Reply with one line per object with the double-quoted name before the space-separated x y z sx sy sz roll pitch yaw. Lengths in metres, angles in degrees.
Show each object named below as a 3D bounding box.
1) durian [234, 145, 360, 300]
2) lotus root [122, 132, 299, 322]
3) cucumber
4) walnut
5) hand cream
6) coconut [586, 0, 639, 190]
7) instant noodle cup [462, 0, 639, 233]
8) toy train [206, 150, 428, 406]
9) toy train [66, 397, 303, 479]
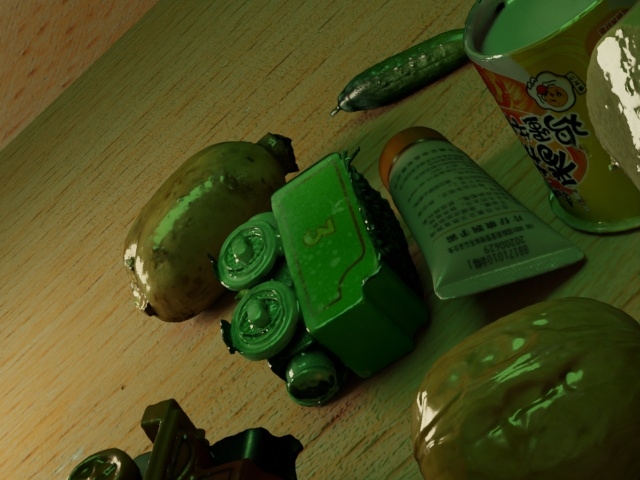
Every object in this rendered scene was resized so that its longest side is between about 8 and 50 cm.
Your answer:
"durian" 0.000 0.000 1.545 0.215 0.100 0.086 -52 27 5
"lotus root" -0.135 -0.026 1.748 0.284 0.146 0.160 -46 42 -13
"cucumber" 0.105 -0.214 1.789 0.250 0.056 0.056 -23 31 34
"walnut" 0.162 0.130 1.031 0.206 0.159 0.159 -36 25 19
"hand cream" 0.144 -0.029 1.391 0.139 0.089 0.314 -15 24 -5
"coconut" 0.327 -0.105 1.057 0.244 0.239 0.239 -47 24 -23
"instant noodle cup" 0.269 -0.166 1.283 0.264 0.200 0.264 -33 26 19
"toy train" 0.000 0.042 1.415 0.188 0.132 0.243 -33 42 16
"toy train" -0.108 0.297 1.172 0.231 0.163 0.369 -18 32 21
